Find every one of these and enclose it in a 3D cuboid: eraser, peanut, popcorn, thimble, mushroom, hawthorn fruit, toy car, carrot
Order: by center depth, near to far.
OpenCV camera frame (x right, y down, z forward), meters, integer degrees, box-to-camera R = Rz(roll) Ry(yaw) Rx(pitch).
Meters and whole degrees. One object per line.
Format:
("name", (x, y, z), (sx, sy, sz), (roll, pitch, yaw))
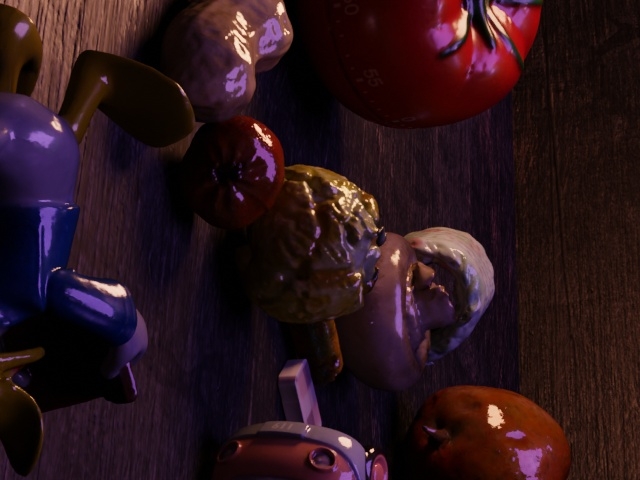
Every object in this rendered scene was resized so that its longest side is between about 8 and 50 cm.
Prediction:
("toy car", (-0.031, 0.336, 1.521), (0.212, 0.180, 0.271), (-55, 138, -53))
("hawthorn fruit", (-0.091, -0.074, 1.539), (0.128, 0.128, 0.128), (-6, 90, -74))
("peanut", (-0.099, -0.207, 1.547), (0.274, 0.125, 0.111), (-72, 179, -53))
("popcorn", (0.000, 0.000, 1.683), (0.212, 0.198, 0.198), (-11, 96, -52))
("carrot", (-0.018, 0.059, 1.827), (0.070, 0.070, 0.260), (-62, 143, -63))
("eraser", (-0.026, 0.206, 1.829), (0.065, 0.026, 0.105), (-56, 137, -62))
("mushroom", (0.103, 0.100, 2.044), (0.226, 0.178, 0.227), (-2, 90, -83))
("thimble", (0.172, 0.088, 2.276), (0.149, 0.185, 0.211), (-35, 133, -70))
("hawthorn fruit", (0.248, 0.348, 2.336), (0.298, 0.277, 0.277), (40, 43, -40))

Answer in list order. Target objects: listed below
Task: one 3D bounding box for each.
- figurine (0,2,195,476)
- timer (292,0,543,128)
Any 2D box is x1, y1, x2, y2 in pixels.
("figurine", (-0.232, 0.042, 1.015), (0.338, 0.204, 0.284), (-62, 152, -42))
("timer", (0.130, -0.345, 2.038), (0.378, 0.279, 0.378), (-5, 96, -51))
